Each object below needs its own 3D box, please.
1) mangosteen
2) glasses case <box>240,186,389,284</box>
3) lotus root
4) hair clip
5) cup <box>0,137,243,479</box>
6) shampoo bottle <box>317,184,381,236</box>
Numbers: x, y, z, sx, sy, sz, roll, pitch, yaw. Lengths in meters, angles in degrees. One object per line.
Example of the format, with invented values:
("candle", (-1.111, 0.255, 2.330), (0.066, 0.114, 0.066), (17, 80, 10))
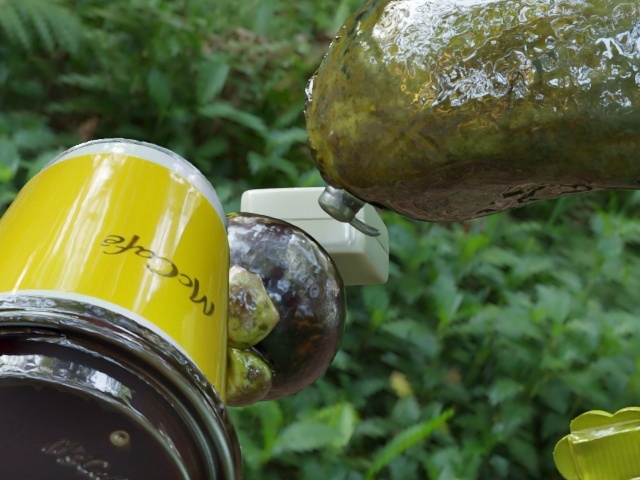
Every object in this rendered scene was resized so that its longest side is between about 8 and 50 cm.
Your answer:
("mangosteen", (-0.078, 0.081, 1.494), (0.192, 0.192, 0.217), (26, 45, 6))
("glasses case", (0.000, 0.000, 1.753), (0.131, 0.070, 0.313), (-1, -8, 8))
("lotus root", (0.126, -0.093, 0.887), (0.275, 0.152, 0.160), (-11, 13, 15))
("hair clip", (0.255, 0.153, 1.164), (0.173, 0.072, 0.046), (-12, 12, 33))
("cup", (-0.129, 0.064, 0.864), (0.196, 0.196, 0.279), (20, 31, -6))
("shampoo bottle", (0.053, -0.083, 1.083), (0.079, 0.162, 0.079), (36, -3, 2))
